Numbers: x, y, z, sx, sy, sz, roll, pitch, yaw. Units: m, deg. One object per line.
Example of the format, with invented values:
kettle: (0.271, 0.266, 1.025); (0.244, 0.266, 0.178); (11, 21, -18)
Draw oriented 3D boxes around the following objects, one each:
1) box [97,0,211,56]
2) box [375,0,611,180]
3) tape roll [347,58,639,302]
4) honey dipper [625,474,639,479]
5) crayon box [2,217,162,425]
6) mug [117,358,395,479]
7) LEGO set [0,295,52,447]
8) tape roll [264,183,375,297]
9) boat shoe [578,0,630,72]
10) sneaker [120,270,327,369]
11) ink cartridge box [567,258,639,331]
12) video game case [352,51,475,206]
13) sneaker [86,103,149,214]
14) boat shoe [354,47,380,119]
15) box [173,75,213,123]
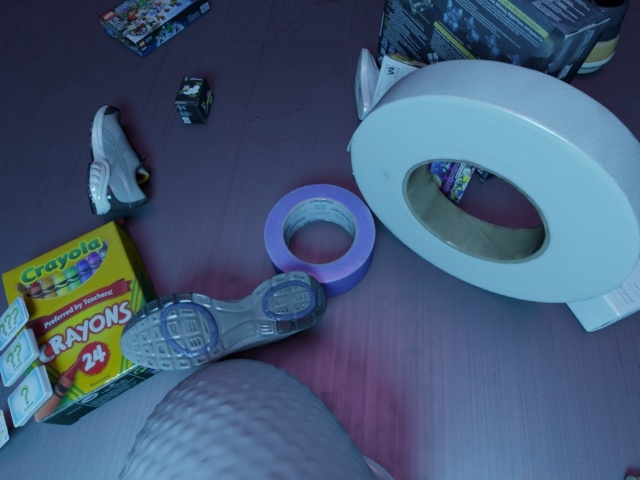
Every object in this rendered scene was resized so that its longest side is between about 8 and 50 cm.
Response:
box: (-0.422, -0.583, 1.060); (0.159, 0.044, 0.233); (37, 71, 19)
box: (0.256, -0.353, 0.754); (0.097, 0.318, 0.395); (-26, 64, -12)
tape roll: (0.218, -0.059, 0.573); (0.392, 0.392, 0.072); (32, 70, 17)
honey dipper: (0.502, 0.344, 0.558); (0.160, 0.030, 0.030); (6, 64, 3)
crayon box: (-0.393, 0.108, 0.697); (0.202, 0.081, 0.318); (-30, 65, -10)
mug: (-0.039, 0.304, 0.462); (0.374, 0.328, 0.276); (21, 98, -22)
LEGO set: (-0.512, 0.225, 0.613); (0.244, 0.060, 0.182); (-44, 63, 12)
tape roll: (0.000, 0.000, 0.728); (0.189, 0.080, 0.189); (-1, 64, 2)
boat shoe: (0.560, -0.614, 0.958); (0.187, 0.156, 0.500); (-6, 62, 2)
sneaker: (-0.138, 0.135, 0.625); (0.297, 0.129, 0.111); (-8, 66, -14)
ink cartridge box: (0.499, 0.028, 0.678); (0.218, 0.092, 0.158); (-22, 65, -9)
video game case: (0.179, -0.179, 0.727); (0.210, 0.232, 0.042); (26, 41, 16)
sneaker: (-0.408, -0.164, 0.835); (0.108, 0.100, 0.271); (-3, 57, -25)
boat shoe: (0.113, -0.340, 0.901); (0.063, 0.066, 0.184); (4, 61, -10)
box: (-0.275, -0.307, 0.904); (0.052, 0.062, 0.083); (5, 65, 7)
